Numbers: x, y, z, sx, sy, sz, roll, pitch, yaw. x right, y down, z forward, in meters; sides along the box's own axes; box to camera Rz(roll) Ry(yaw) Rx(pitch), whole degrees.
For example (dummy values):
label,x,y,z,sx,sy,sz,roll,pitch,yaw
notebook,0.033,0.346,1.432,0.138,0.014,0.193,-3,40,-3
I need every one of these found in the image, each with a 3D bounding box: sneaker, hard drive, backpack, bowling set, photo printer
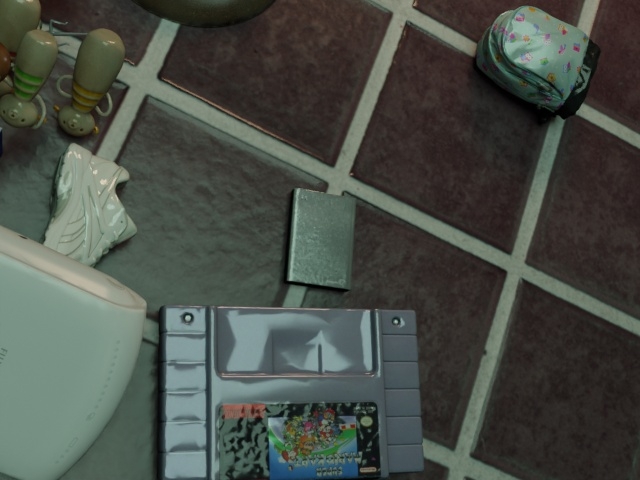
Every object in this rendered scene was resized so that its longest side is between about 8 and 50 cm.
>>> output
label,x,y,z,sx,sy,sz,roll,pitch,yaw
sneaker,-0.289,-0.004,1.101,0.115,0.090,0.232,15,73,-20
hard drive,0.000,0.000,1.239,0.094,0.022,0.135,9,74,-18
backpack,0.339,-0.289,1.385,0.182,0.115,0.152,24,72,-10
bowling set,-0.397,-0.207,1.043,0.287,0.154,0.200,28,31,-7
photo printer,-0.365,0.117,0.986,0.307,0.107,0.256,27,98,-12

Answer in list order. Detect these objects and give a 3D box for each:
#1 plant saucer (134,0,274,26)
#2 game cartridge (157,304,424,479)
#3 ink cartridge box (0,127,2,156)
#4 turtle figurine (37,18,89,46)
label,x,y,z,sx,sy,sz,roll,pitch,yaw
plant saucer,-0.177,-0.461,1.276,0.310,0.050,0.311,5,74,-20
game cartridge,-0.034,0.202,1.159,0.355,0.068,0.230,3,72,-20
ink cartridge box,-0.488,-0.147,1.057,0.207,0.097,0.046,26,69,-12
turtle figurine,-0.382,-0.360,1.142,0.234,0.118,0.175,17,61,-5
